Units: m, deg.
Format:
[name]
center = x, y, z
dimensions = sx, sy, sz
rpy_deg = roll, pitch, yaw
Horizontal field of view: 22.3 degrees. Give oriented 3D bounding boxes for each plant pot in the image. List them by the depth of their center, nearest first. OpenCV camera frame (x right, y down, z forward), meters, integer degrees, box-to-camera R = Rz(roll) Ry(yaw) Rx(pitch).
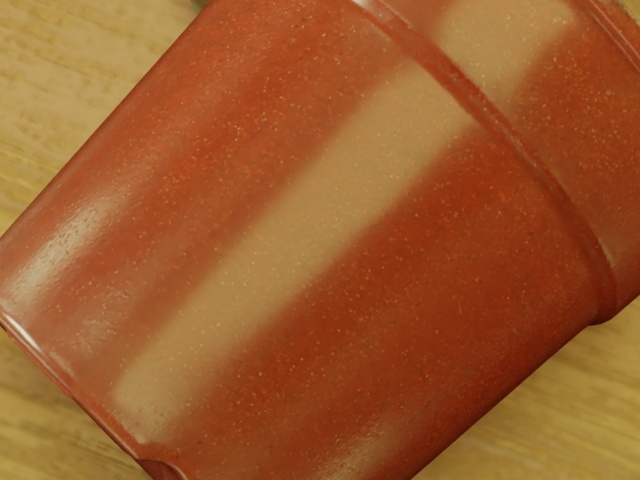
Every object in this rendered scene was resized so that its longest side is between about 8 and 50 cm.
[plant pot]
center = 0.000, 0.000, 0.751
dimensions = 0.272, 0.272, 0.265
rpy_deg = 43, 80, 10

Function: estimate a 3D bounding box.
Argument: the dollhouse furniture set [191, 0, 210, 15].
[dollhouse furniture set]
center = 0.003, -0.284, 0.899
dimensions = 0.198, 0.151, 0.301
rpy_deg = -8, 71, -8
